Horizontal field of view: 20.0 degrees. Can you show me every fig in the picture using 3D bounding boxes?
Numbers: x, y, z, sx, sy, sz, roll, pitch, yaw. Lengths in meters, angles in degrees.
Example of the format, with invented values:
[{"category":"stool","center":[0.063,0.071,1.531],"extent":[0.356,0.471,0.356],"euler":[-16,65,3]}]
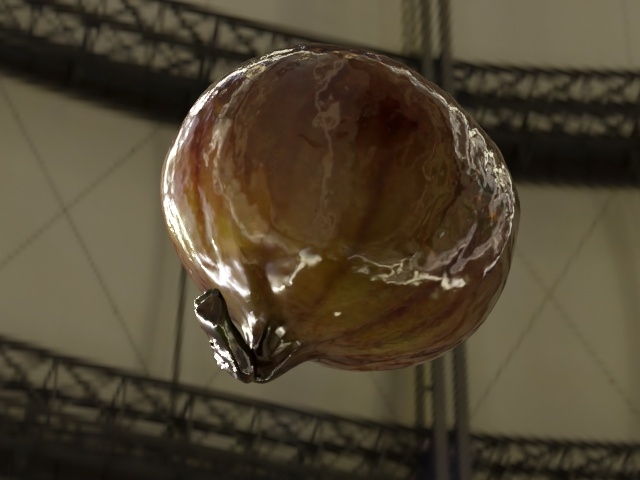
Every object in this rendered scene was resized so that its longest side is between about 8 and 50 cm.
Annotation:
[{"category":"fig","center":[0.008,-0.014,1.161],"extent":[0.235,0.235,0.214],"euler":[8,-91,-6]}]
